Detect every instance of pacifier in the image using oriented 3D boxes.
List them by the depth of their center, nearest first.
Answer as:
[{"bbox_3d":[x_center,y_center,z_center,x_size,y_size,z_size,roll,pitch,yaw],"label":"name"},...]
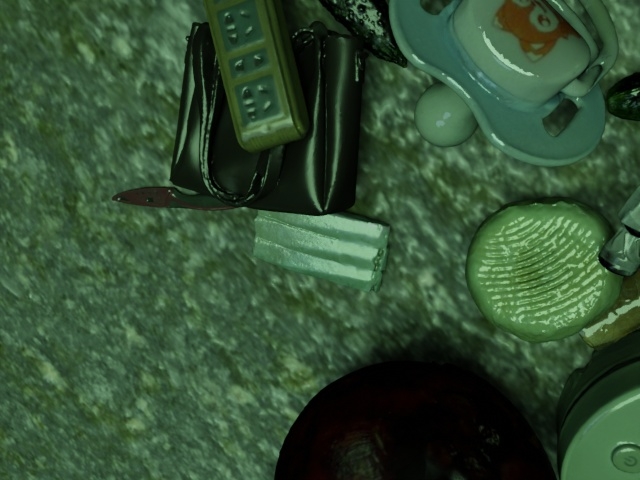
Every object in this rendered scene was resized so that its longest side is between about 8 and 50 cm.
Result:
[{"bbox_3d":[0.200,-0.201,0.774,0.299,0.244,0.233,47,145,2],"label":"pacifier"}]

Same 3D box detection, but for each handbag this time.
[{"bbox_3d":[-0.079,-0.173,0.879,0.285,0.113,0.256,13,105,26],"label":"handbag"}]

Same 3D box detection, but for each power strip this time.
[{"bbox_3d":[-0.100,-0.305,0.783,0.092,0.066,0.387,-14,89,19],"label":"power strip"},{"bbox_3d":[0.498,0.296,0.825,0.358,0.161,0.357,5,108,16],"label":"power strip"}]

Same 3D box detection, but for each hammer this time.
[{"bbox_3d":[0.537,0.015,0.722,0.427,0.044,0.152,15,119,-10],"label":"hammer"}]

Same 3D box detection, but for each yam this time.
[{"bbox_3d":[0.477,0.025,0.796,0.357,0.081,0.081,-41,91,23],"label":"yam"}]

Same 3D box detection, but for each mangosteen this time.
[{"bbox_3d":[0.133,0.377,0.865,0.381,0.381,0.421,2,116,18],"label":"mangosteen"}]

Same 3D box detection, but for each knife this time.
[{"bbox_3d":[-0.238,-0.069,1.029,0.248,0.018,0.035,4,111,18],"label":"knife"}]

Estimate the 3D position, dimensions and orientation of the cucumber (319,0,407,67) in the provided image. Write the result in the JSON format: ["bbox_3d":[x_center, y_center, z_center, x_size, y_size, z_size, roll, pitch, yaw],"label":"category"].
[{"bbox_3d":[0.017,-0.345,0.833,0.300,0.072,0.072,44,114,-1],"label":"cucumber"}]

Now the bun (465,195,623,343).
[{"bbox_3d":[0.294,0.036,0.830,0.196,0.118,0.195,-3,83,31],"label":"bun"}]

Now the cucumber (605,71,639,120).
[{"bbox_3d":[0.461,-0.187,0.733,0.242,0.074,0.074,-7,105,20],"label":"cucumber"}]

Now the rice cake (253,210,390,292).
[{"bbox_3d":[0.000,0.000,0.962,0.211,0.038,0.124,12,110,14],"label":"rice cake"}]
